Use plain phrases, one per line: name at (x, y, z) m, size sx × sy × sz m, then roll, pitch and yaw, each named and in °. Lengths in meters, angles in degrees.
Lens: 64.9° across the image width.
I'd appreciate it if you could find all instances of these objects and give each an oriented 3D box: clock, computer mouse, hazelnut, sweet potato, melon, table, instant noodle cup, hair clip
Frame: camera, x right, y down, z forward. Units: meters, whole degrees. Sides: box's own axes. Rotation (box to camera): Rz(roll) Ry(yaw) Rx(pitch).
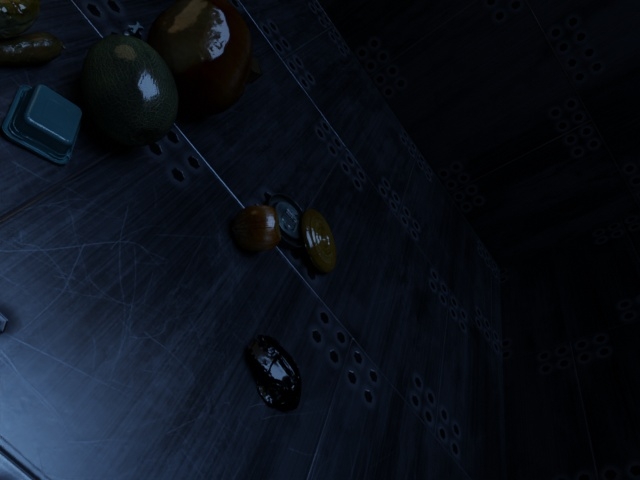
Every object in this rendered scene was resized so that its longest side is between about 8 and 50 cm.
clock at (-0.124, -0.067, 1.818) m, size 0.215 × 0.042 × 0.214 m, roll 36°, pitch 39°, yaw -36°
computer mouse at (-0.119, 0.375, 1.435) m, size 0.241 × 0.078 × 0.146 m, roll 59°, pitch 29°, yaw -4°
hazelnut at (-0.376, -0.592, 1.606) m, size 0.366 × 0.366 × 0.365 m, roll 36°, pitch 39°, yaw -36°
sweet potato at (-0.736, -0.451, 1.201) m, size 0.075 × 0.075 × 0.273 m, roll 56°, pitch 34°, yaw -9°
melon at (-0.506, -0.401, 1.336) m, size 0.238 × 0.238 × 0.301 m, roll 1°, pitch 63°, yaw -56°
hazelnut at (-0.200, -0.039, 1.597) m, size 0.150 × 0.150 × 0.150 m, roll 36°, pitch 39°, yaw -36°
table at (-0.296, -0.701, 2.051) m, size 0.082 × 0.070 × 0.083 m, roll -8°, pitch 73°, yaw -58°
instant noodle cup at (-0.648, -0.287, 1.200) m, size 0.157 × 0.070 × 0.179 m, roll 33°, pitch 39°, yaw -41°
hair clip at (-0.606, -0.685, 1.630) m, size 0.030 × 0.039 × 0.115 m, roll 55°, pitch 19°, yaw -27°

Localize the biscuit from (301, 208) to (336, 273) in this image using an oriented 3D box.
biscuit at (0.001, 0.000, 1.899) m, size 0.262 × 0.037 × 0.261 m, roll 51°, pitch 29°, yaw -45°

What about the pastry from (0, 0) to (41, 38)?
pastry at (-0.778, -0.556, 1.148) m, size 0.257 × 0.121 × 0.235 m, roll -22°, pitch 69°, yaw -45°
